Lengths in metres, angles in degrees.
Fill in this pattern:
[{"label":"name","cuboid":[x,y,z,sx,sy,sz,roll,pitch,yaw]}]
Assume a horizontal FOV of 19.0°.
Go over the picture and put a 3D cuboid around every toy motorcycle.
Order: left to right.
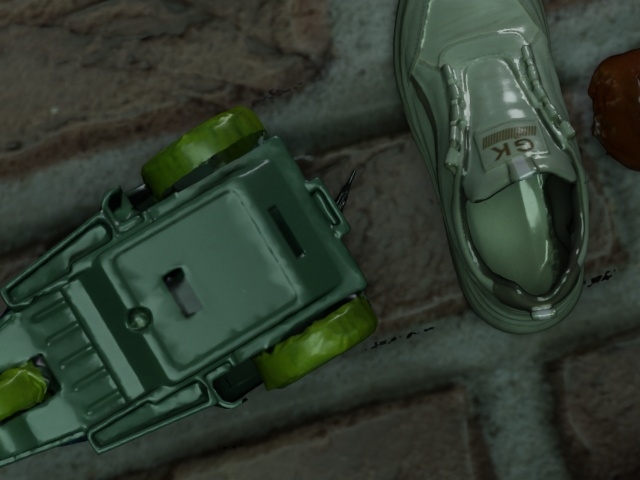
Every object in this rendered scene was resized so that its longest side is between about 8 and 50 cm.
[{"label":"toy motorcycle","cuboid":[-0.136,0.060,1.400,0.326,0.200,0.191,-30,90,-9]}]

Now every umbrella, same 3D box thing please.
[{"label":"umbrella","cuboid":[0.003,0.002,1.483,0.022,0.013,0.122,30,94,18]}]

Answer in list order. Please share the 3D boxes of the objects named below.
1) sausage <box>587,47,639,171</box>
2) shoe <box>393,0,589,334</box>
[{"label":"sausage","cuboid":[0.368,-0.122,1.448,0.330,0.102,0.102,-11,94,-1]},{"label":"shoe","cuboid":[0.133,-0.076,1.412,0.124,0.159,0.316,-15,97,0]}]
